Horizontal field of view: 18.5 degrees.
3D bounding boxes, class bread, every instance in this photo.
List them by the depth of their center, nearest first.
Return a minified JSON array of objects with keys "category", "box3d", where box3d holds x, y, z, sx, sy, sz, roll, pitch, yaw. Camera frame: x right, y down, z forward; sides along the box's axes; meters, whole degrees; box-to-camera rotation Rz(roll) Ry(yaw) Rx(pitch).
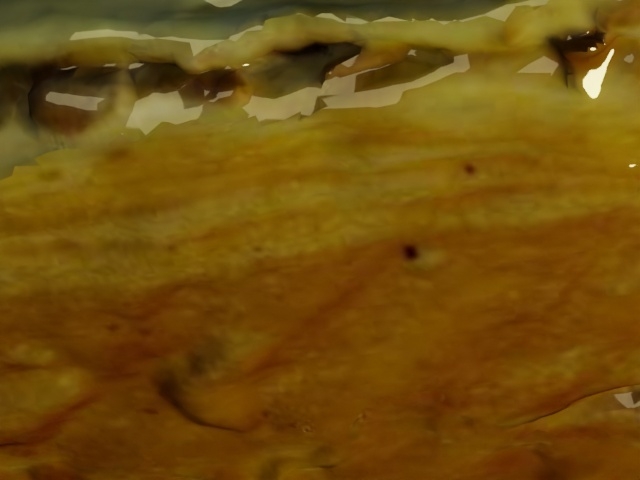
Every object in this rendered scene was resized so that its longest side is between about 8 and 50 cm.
[{"category":"bread","box3d":[0.000,0.000,0.603,0.277,0.324,0.167,-8,49,11]}]
